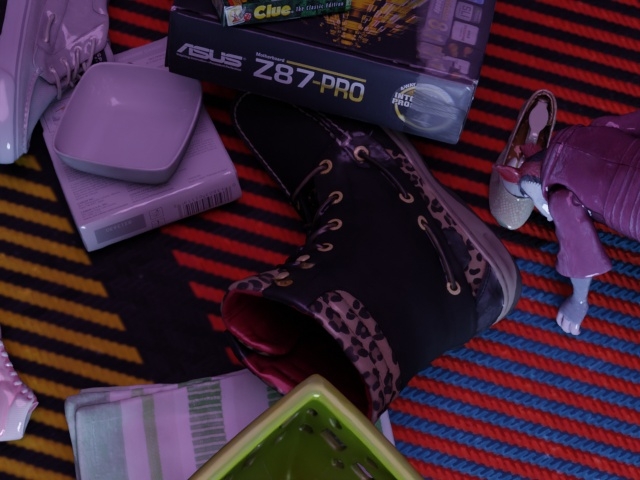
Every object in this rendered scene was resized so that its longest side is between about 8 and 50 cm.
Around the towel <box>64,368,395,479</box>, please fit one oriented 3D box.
[{"bbox_3d":[-0.077,0.245,1.304,0.324,0.038,0.248,-8,72,-14],"label":"towel"}]

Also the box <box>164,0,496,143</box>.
[{"bbox_3d":[0.037,-0.297,1.431,0.318,0.097,0.395,17,48,2],"label":"box"}]

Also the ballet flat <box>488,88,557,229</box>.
[{"bbox_3d":[0.227,-0.095,1.458,0.057,0.052,0.168,16,70,2],"label":"ballet flat"}]

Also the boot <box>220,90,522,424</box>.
[{"bbox_3d":[0.000,0.000,1.310,0.377,0.138,0.284,45,44,5],"label":"boot"}]

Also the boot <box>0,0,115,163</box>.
[{"bbox_3d":[-0.287,-0.198,1.430,0.123,0.095,0.258,6,66,-10],"label":"boot"}]

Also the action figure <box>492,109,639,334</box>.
[{"bbox_3d":[0.328,-0.038,1.294,0.370,0.276,0.248,18,75,31],"label":"action figure"}]

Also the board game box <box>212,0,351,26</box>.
[{"bbox_3d":[-0.074,-0.320,1.350,0.136,0.030,0.260,-13,52,-16],"label":"board game box"}]

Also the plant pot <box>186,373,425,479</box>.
[{"bbox_3d":[-0.022,0.289,1.170,0.227,0.207,0.228,-40,81,-20],"label":"plant pot"}]

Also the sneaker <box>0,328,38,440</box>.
[{"bbox_3d":[-0.322,0.142,1.335,0.070,0.051,0.134,3,73,-5],"label":"sneaker"}]

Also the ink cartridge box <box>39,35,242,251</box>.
[{"bbox_3d":[-0.210,-0.110,1.446,0.181,0.056,0.225,-20,54,-11],"label":"ink cartridge box"}]

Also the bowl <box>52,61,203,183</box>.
[{"bbox_3d":[-0.199,-0.119,1.387,0.142,0.053,0.142,10,56,12],"label":"bowl"}]
